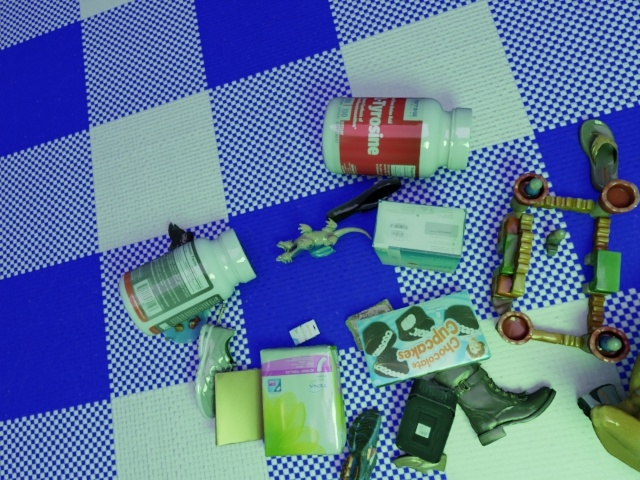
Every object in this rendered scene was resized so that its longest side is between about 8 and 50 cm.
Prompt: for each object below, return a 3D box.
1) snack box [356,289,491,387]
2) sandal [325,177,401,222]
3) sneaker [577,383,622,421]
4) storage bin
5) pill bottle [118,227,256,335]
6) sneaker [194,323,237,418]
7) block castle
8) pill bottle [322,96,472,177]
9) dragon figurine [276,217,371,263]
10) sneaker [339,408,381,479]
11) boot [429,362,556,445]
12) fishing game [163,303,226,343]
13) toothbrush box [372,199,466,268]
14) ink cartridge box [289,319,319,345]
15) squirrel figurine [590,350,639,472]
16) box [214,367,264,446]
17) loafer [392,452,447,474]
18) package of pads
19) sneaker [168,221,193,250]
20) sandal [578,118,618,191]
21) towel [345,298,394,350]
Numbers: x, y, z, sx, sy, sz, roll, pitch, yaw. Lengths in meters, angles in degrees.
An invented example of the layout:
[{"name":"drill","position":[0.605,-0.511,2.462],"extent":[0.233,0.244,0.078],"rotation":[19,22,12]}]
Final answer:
[{"name":"snack box","position":[0.277,0.272,1.233],"extent":[0.321,0.060,0.187],"rotation":[-17,64,7]},{"name":"sandal","position":[0.139,-0.109,1.375],"extent":[0.254,0.097,0.055],"rotation":[-29,72,16]},{"name":"sneaker","position":[0.774,0.479,1.099],"extent":[0.108,0.100,0.272],"rotation":[-37,73,-2]},{"name":"storage bin","position":[0.278,0.474,1.180],"extent":[0.122,0.084,0.180],"rotation":[17,108,17]},{"name":"pill bottle","position":[-0.393,0.119,1.362],"extent":[0.362,0.210,0.210],"rotation":[-26,73,-8]},{"name":"sneaker","position":[-0.313,0.396,1.359],"extent":[0.115,0.105,0.282],"rotation":[1,84,0]},{"name":"block castle","position":[0.624,0.061,1.161],"extent":[0.302,0.213,0.454],"rotation":[8,81,14]},{"name":"pill bottle","position":[0.225,-0.303,1.321],"extent":[0.407,0.229,0.229],"rotation":[4,79,14]},{"name":"dragon figurine","position":[0.000,0.000,1.381],"extent":[0.289,0.144,0.085],"rotation":[-11,73,-10]},{"name":"sneaker","position":[0.121,0.578,1.241],"extent":[0.083,0.087,0.221],"rotation":[3,62,43]},{"name":"boot","position":[0.457,0.388,1.198],"extent":[0.262,0.091,0.229],"rotation":[-30,65,-2]},{"name":"fishing game","position":[-0.450,0.241,1.458],"extent":[0.264,0.041,0.189],"rotation":[21,81,16]},{"name":"toothbrush box","position":[0.267,-0.001,1.212],"extent":[0.216,0.295,0.126],"rotation":[8,81,13]},{"name":"ink cartridge box","position":[-0.046,0.280,1.362],"extent":[0.083,0.028,0.048],"rotation":[-27,74,6]},{"name":"squirrel figurine","position":[0.798,0.348,0.973],"extent":[0.281,0.397,0.370],"rotation":[-7,37,42]},{"name":"box","position":[-0.228,0.486,1.320],"extent":[0.164,0.021,0.201],"rotation":[1,76,-21]},{"name":"loafer","position":[0.269,0.603,1.207],"extent":[0.147,0.056,0.050],"rotation":[-9,70,11]},{"name":"package of pads","position":[-0.047,0.455,1.288],"extent":[0.229,0.101,0.297],"rotation":[-7,78,13]},{"name":"sneaker","position":[-0.447,0.009,1.499],"extent":[0.170,0.051,0.089],"rotation":[22,88,19]},{"name":"sandal","position":[0.794,-0.246,1.266],"extent":[0.089,0.060,0.220],"rotation":[-3,78,12]},{"name":"towel","position":[0.158,0.251,1.323],"extent":[0.148,0.027,0.110],"rotation":[-27,75,5]}]
